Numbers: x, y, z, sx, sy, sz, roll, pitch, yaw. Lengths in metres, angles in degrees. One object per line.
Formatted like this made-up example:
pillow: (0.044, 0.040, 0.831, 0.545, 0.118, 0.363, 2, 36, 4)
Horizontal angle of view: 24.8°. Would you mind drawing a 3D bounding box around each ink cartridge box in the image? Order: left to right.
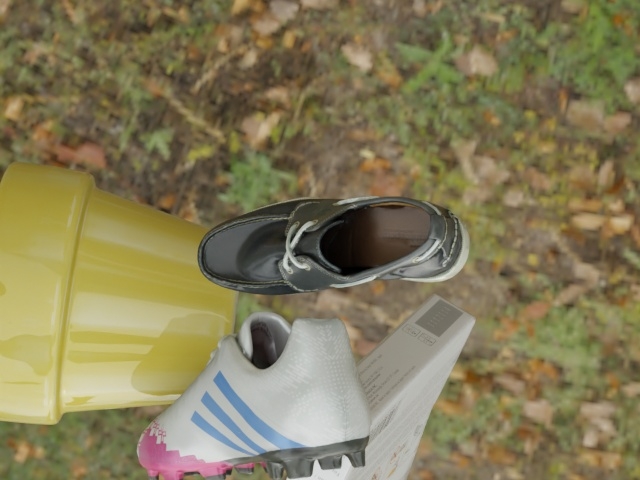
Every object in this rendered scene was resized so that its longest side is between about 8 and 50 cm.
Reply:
ink cartridge box: (0.052, 0.226, 1.639, 0.066, 0.296, 0.261, 30, 120, 16)

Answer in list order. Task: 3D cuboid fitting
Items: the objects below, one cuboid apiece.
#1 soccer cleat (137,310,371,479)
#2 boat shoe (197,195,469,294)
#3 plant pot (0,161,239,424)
soccer cleat: (-0.063, 0.140, 1.294, 0.116, 0.143, 0.331, -2, 172, -35)
boat shoe: (0.000, 0.000, 1.192, 0.233, 0.084, 0.079, -4, 173, 21)
plant pot: (-0.204, 0.063, 1.437, 0.239, 0.254, 0.254, 8, 146, -4)
